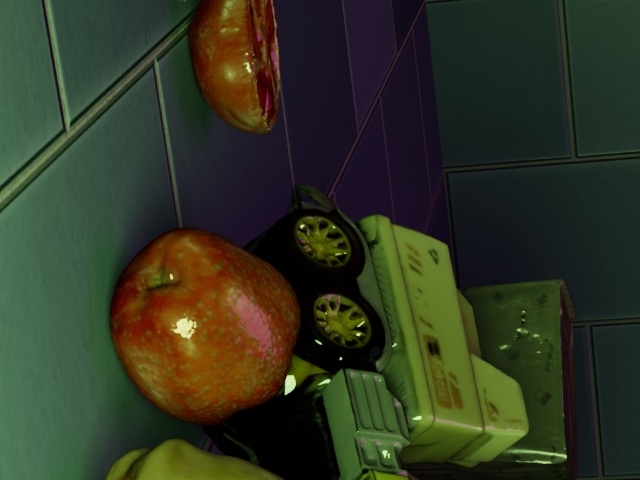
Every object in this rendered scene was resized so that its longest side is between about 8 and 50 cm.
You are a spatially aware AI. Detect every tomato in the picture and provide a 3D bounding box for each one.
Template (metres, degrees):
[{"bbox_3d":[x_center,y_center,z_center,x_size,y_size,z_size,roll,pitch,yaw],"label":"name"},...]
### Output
[{"bbox_3d":[-0.078,-0.164,1.591,0.155,0.069,0.155,-4,90,-83],"label":"tomato"}]

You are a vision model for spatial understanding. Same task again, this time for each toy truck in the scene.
[{"bbox_3d":[0.048,0.164,1.425,0.180,0.254,0.405,-52,-141,41],"label":"toy truck"}]

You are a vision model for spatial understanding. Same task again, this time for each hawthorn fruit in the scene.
[{"bbox_3d":[-0.089,0.059,1.306,0.138,0.133,0.132,56,27,-38],"label":"hawthorn fruit"}]

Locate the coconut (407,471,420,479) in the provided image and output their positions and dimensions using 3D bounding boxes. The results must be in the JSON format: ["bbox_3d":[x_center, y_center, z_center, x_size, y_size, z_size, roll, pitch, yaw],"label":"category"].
[{"bbox_3d":[0.029,0.315,1.572,0.259,0.259,0.259,-4,90,-80],"label":"coconut"}]

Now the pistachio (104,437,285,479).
[{"bbox_3d":[-0.077,0.264,1.178,0.213,0.163,0.260,45,41,-41],"label":"pistachio"}]

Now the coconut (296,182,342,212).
[{"bbox_3d":[0.004,0.002,2.031,0.158,0.055,0.133,-12,99,-81],"label":"coconut"}]

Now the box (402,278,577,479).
[{"bbox_3d":[0.114,0.154,1.889,0.225,0.297,0.190,50,37,-73],"label":"box"}]
